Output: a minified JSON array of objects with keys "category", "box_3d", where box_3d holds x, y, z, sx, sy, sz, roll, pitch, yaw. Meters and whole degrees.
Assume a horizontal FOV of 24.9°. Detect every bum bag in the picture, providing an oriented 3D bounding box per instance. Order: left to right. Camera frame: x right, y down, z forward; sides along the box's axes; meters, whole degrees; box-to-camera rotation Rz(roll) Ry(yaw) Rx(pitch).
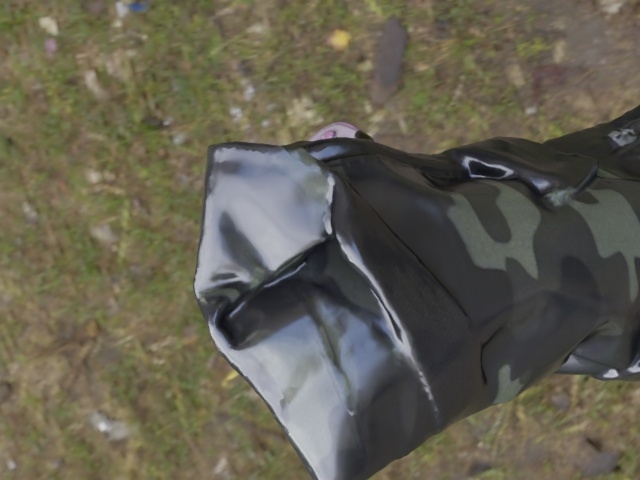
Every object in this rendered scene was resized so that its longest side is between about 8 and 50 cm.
[{"category":"bum bag","box_3d":[0.090,0.014,0.649,0.095,0.340,0.144,-20,81,50]}]

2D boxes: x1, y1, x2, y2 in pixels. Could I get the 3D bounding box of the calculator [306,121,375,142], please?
[{"category":"calculator","box_3d":[0.001,0.001,1.237,0.194,0.294,0.043,-47,120,6]}]
